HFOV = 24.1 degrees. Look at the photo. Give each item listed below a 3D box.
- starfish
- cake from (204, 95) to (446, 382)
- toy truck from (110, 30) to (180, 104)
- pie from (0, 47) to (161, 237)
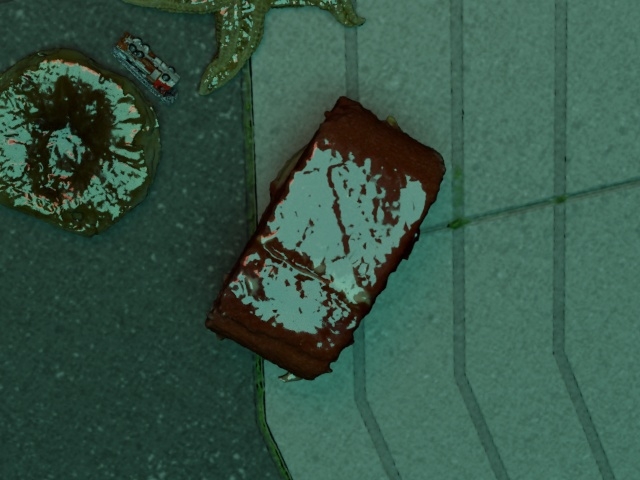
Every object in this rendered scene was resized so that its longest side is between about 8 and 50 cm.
[{"bbox_3d":[-0.087,-0.261,1.494,0.277,0.062,0.235,31,104,-16],"label":"starfish"},{"bbox_3d":[0.000,0.000,1.496,0.151,0.177,0.283,28,94,-11],"label":"cake"},{"bbox_3d":[-0.173,-0.173,1.513,0.083,0.024,0.032,40,119,-11],"label":"toy truck"},{"bbox_3d":[-0.255,-0.102,1.512,0.195,0.046,0.195,-1,102,-5],"label":"pie"}]
